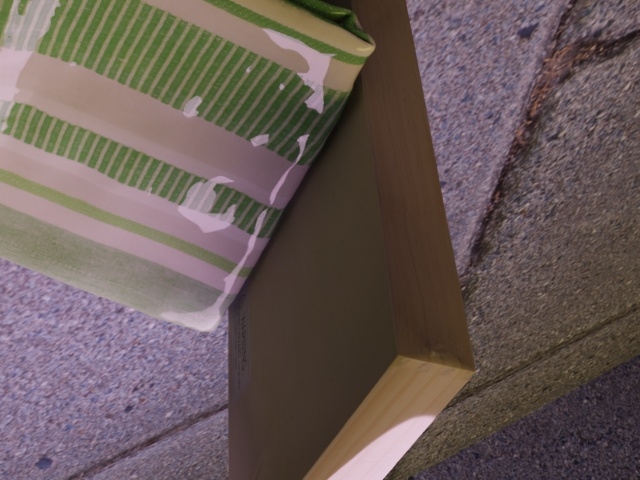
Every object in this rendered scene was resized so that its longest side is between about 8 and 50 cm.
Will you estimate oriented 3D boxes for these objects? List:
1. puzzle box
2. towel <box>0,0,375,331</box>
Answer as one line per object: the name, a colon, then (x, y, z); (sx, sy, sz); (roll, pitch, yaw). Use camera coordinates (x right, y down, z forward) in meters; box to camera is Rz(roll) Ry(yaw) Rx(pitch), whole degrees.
puzzle box: (0.000, 0.000, 0.819); (0.052, 0.409, 0.272); (13, 136, -19)
towel: (-0.132, -0.070, 0.780); (0.248, 0.038, 0.325); (21, 133, -13)
